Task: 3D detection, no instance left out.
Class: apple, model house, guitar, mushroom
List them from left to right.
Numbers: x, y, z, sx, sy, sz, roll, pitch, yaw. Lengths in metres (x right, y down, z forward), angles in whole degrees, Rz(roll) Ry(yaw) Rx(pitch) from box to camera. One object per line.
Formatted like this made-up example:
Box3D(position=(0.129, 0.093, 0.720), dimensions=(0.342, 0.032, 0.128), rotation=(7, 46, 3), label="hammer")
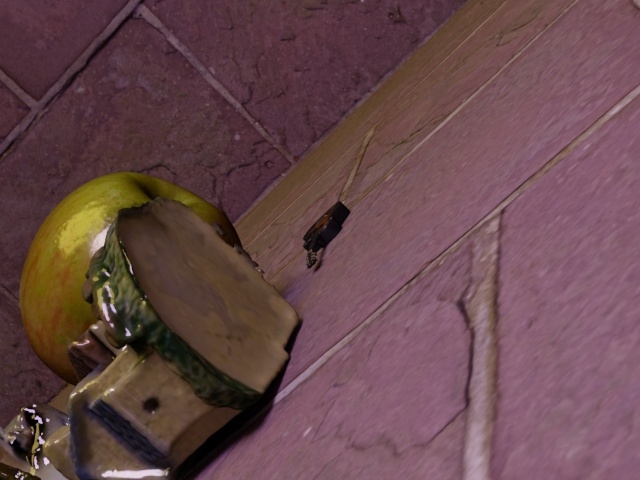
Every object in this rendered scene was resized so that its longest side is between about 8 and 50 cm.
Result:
Box3D(position=(-0.426, 0.372, 1.481), dimensions=(0.164, 0.190, 0.267), rotation=(111, 180, -52), label="mushroom")
Box3D(position=(-0.271, 0.062, 1.576), dimensions=(0.339, 0.339, 0.339), rotation=(-44, 8, 8), label="apple")
Box3D(position=(-0.209, 0.133, 1.272), dimensions=(0.266, 0.261, 0.321), rotation=(-45, 4, 18), label="model house")
Box3D(position=(0.000, 0.000, 1.677), dimensions=(0.088, 0.025, 0.233), rotation=(-43, 10, 17), label="guitar")

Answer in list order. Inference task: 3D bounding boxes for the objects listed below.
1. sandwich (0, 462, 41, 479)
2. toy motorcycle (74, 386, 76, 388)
Box3D(position=(-0.400, 0.361, 1.289), dimensions=(0.109, 0.292, 0.212), rotation=(52, -138, -81), label="sandwich")
Box3D(position=(-0.352, 0.213, 1.948), dimensions=(0.270, 0.159, 0.106), rotation=(-40, -12, 24), label="toy motorcycle")
